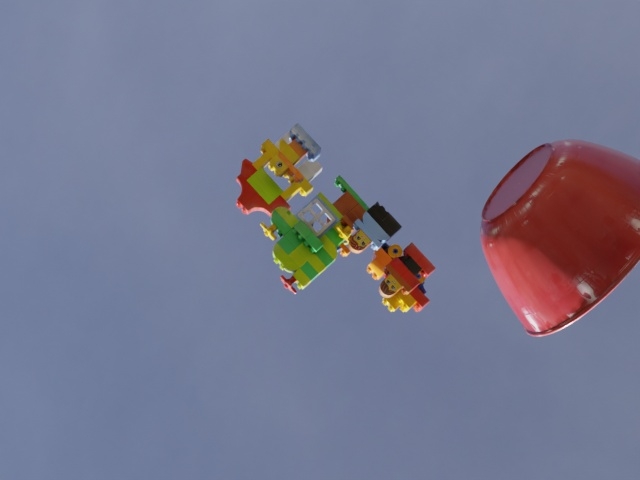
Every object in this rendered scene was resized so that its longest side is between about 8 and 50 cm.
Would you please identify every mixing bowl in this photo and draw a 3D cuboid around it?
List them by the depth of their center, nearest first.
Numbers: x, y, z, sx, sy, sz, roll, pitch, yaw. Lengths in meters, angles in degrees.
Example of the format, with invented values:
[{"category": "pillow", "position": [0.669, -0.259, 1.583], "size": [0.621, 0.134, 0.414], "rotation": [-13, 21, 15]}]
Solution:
[{"category": "mixing bowl", "position": [0.201, -0.019, 1.333], "size": [0.181, 0.098, 0.181], "rotation": [-47, -168, 13]}]

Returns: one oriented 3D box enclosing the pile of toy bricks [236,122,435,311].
[{"category": "pile of toy bricks", "position": [0.000, 0.000, 1.412], "size": [0.105, 0.118, 0.212], "rotation": [-42, -96, -8]}]
